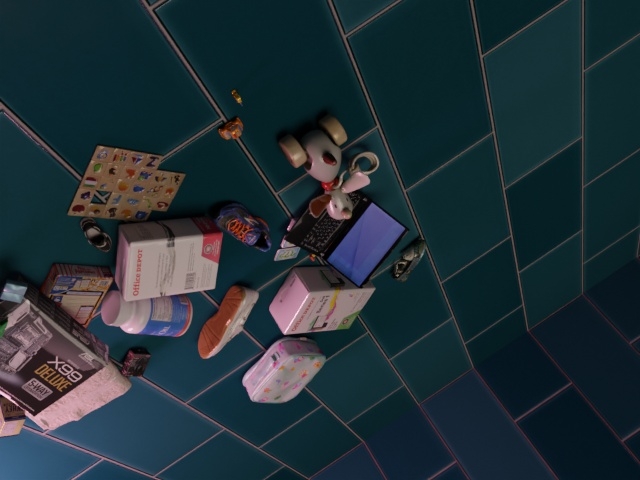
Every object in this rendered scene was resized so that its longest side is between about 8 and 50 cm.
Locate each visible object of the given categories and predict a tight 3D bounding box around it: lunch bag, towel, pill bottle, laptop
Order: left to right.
[{"bbox_3d":[-0.711,0.450,2.045,0.282,0.049,0.187,-28,146,-9],"label":"towel"},{"bbox_3d":[-0.463,0.189,1.869,0.222,0.124,0.124,13,124,-46],"label":"pill bottle"},{"bbox_3d":[-0.131,0.453,2.474,0.224,0.107,0.279,16,121,-45],"label":"lunch bag"},{"bbox_3d":[0.076,-0.019,2.004,0.264,0.136,0.234,28,103,-46],"label":"laptop"}]

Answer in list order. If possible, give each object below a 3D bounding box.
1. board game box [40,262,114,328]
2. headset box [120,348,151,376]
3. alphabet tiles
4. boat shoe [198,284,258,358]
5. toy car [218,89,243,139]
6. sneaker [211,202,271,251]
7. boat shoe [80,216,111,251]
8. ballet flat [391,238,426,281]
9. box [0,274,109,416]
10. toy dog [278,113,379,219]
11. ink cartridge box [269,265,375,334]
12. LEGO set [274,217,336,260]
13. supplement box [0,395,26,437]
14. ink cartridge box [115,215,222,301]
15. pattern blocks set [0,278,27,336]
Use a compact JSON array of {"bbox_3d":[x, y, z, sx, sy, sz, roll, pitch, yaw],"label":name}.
[{"bbox_3d":[-0.624,0.144,1.750,0.147,0.045,0.193,8,127,-44],"label":"board game box"},{"bbox_3d":[-0.543,0.358,2.068,0.062,0.032,0.083,15,103,-49],"label":"headset box"},{"bbox_3d":[-0.436,-0.124,1.616,0.237,0.009,0.198,5,129,-43],"label":"alphabet tiles"},{"bbox_3d":[-0.273,0.254,2.125,0.096,0.098,0.277,11,124,-45],"label":"boat shoe"},{"bbox_3d":[-0.203,-0.277,1.594,0.060,0.040,0.122,-22,144,-17],"label":"toy car"},{"bbox_3d":[-0.198,-0.032,1.853,0.083,0.087,0.221,-46,144,15],"label":"sneaker"},{"bbox_3d":[-0.526,-0.006,1.657,0.046,0.038,0.125,-27,145,-11],"label":"boat shoe"},{"bbox_3d":[0.298,0.070,2.410,0.070,0.070,0.188,-4,132,-36],"label":"ballet flat"},{"bbox_3d":[-0.708,0.260,1.695,0.243,0.076,0.307,-34,124,6],"label":"box"},{"bbox_3d":[0.035,-0.164,1.791,0.220,0.161,0.334,-46,136,10],"label":"toy dog"},{"bbox_3d":[0.005,0.189,2.259,0.278,0.117,0.201,0,133,-39],"label":"ink cartridge box"},{"bbox_3d":[0.000,0.000,2.084,0.244,0.060,0.182,-8,141,-34],"label":"LEGO set"},{"bbox_3d":[-0.858,0.482,1.930,0.056,0.083,0.083,3,132,-42],"label":"supplement box"},{"bbox_3d":[-0.379,0.043,1.740,0.237,0.100,0.171,-7,124,-32],"label":"ink cartridge box"},{"bbox_3d":[-0.822,0.120,1.505,0.325,0.026,0.285,29,108,-34],"label":"pattern blocks set"}]
